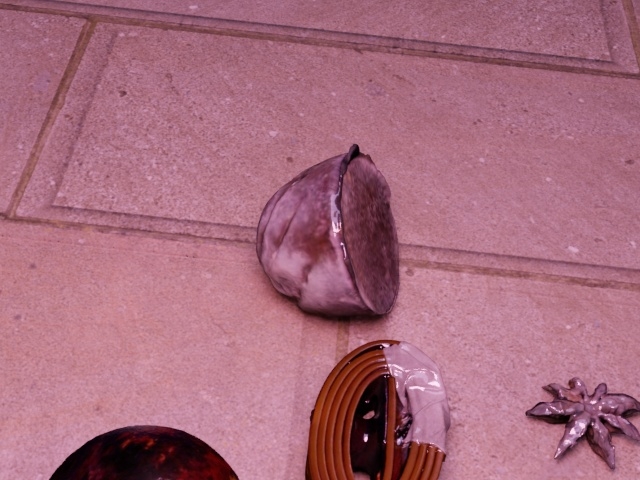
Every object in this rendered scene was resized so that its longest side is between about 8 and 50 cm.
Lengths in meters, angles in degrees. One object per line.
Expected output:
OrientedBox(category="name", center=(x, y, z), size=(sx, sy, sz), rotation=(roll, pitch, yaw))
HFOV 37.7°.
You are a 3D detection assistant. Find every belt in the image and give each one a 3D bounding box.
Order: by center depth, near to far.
OrientedBox(category="belt", center=(0.089, 0.316, 1.466), size=(0.217, 0.122, 0.339), rotation=(10, 48, 5))

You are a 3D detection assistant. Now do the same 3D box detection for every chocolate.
OrientedBox(category="chocolate", center=(0.000, 0.000, 1.661), size=(0.212, 0.303, 0.303), rotation=(-9, 44, 21))

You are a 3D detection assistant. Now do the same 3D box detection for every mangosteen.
OrientedBox(category="mangosteen", center=(-0.258, 0.385, 1.220), size=(0.306, 0.359, 0.306), rotation=(-21, 55, 32))

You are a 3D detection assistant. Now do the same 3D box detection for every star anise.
OrientedBox(category="star anise", center=(0.445, 0.294, 1.558), size=(0.204, 0.061, 0.181), rotation=(13, 49, 6))
